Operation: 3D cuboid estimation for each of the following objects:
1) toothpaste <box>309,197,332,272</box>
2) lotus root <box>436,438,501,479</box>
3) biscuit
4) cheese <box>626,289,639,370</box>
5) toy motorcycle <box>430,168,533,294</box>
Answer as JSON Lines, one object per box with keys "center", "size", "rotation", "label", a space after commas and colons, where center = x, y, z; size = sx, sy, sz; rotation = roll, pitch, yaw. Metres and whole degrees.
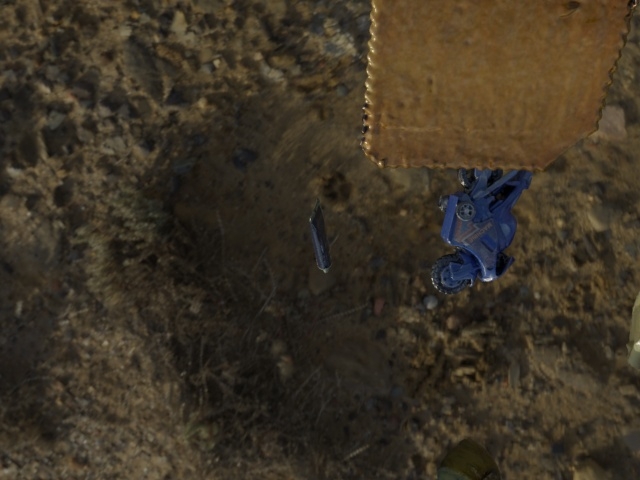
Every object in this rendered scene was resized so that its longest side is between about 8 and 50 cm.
{"center": [0.000, 0.000, 1.113], "size": [0.021, 0.037, 0.140], "rotation": [9, 144, 15], "label": "toothpaste"}
{"center": [0.247, 0.426, 1.357], "size": [0.077, 0.203, 0.183], "rotation": [5, 108, 31], "label": "lotus root"}
{"center": [0.156, -0.158, 0.760], "size": [0.232, 0.013, 0.237], "rotation": [1, 133, -1], "label": "biscuit"}
{"center": [0.590, 0.131, 1.266], "size": [0.233, 0.127, 0.266], "rotation": [0, 152, 9], "label": "cheese"}
{"center": [0.219, -0.021, 1.121], "size": [0.114, 0.076, 0.205], "rotation": [12, 97, -13], "label": "toy motorcycle"}
